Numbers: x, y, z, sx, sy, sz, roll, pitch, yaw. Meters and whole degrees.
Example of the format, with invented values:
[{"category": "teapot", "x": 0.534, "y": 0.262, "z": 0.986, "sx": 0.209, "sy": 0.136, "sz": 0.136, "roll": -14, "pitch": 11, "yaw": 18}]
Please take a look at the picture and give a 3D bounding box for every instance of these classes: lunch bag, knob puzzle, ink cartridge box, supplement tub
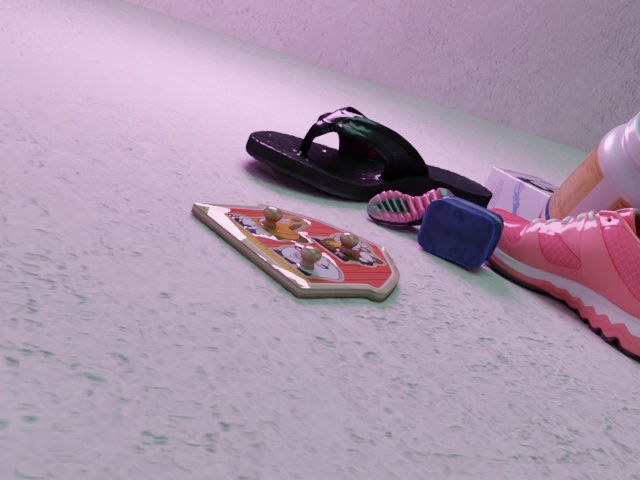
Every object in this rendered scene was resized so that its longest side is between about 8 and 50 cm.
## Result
[{"category": "lunch bag", "x": 0.166, "y": -0.013, "z": 0.887, "sx": 0.098, "sy": 0.067, "sz": 0.065, "roll": 25, "pitch": 17, "yaw": 20}, {"category": "knob puzzle", "x": 0.000, "y": 0.000, "z": 0.722, "sx": 0.213, "sy": 0.030, "sz": 0.213, "roll": 19, "pitch": 17, "yaw": -6}, {"category": "ink cartridge box", "x": 0.372, "y": -0.054, "z": 1.237, "sx": 0.127, "sy": 0.072, "sz": 0.175, "roll": 6, "pitch": 22, "yaw": -37}, {"category": "supplement tub", "x": 0.387, "y": -0.056, "z": 0.927, "sx": 0.144, "sy": 0.200, "sz": 0.144, "roll": 10, "pitch": 54, "yaw": -14}]

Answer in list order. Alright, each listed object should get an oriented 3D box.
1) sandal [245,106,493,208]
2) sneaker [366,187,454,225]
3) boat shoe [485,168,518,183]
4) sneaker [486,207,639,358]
[{"category": "sandal", "x": 0.084, "y": -0.126, "z": 1.071, "sx": 0.445, "sy": 0.107, "sz": 0.167, "roll": 5, "pitch": 23, "yaw": -40}, {"category": "sneaker", "x": 0.113, "y": -0.034, "z": 0.946, "sx": 0.119, "sy": 0.057, "sz": 0.047, "roll": -3, "pitch": 65, "yaw": -16}, {"category": "boat shoe", "x": 0.372, "y": -0.092, "z": 1.377, "sx": 0.184, "sy": 0.066, "sz": 0.063, "roll": 11, "pitch": 9, "yaw": -26}, {"category": "sneaker", "x": 0.318, "y": 0.013, "z": 0.864, "sx": 0.115, "sy": 0.136, "sz": 0.314, "roll": 6, "pitch": 22, "yaw": -41}]
